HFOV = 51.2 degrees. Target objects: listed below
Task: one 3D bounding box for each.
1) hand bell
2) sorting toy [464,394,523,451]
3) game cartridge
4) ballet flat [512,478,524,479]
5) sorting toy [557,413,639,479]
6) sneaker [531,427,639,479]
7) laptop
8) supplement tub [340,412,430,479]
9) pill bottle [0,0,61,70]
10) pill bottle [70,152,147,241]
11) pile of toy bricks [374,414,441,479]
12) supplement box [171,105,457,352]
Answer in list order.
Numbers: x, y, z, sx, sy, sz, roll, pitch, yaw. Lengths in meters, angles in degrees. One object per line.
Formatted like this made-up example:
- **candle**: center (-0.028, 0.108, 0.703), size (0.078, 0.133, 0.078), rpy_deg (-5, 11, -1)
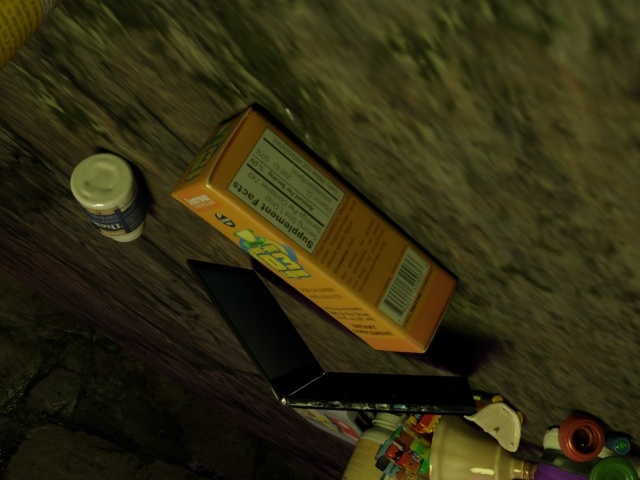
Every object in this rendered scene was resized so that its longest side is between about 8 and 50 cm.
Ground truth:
- **hand bell**: center (0.274, 0.295, 0.850), size (0.242, 0.126, 0.126), rpy_deg (0, 146, 32)
- **sorting toy**: center (0.196, 0.209, 0.811), size (0.083, 0.044, 0.075), rpy_deg (40, 164, -25)
- **game cartridge**: center (0.018, 0.324, 1.283), size (0.196, 0.060, 0.294), rpy_deg (21, 157, 33)
- **ballet flat**: center (0.305, 0.446, 1.078), size (0.123, 0.123, 0.348), rpy_deg (13, 157, 37)
- **sorting toy**: center (0.287, 0.223, 0.696), size (0.101, 0.061, 0.042), rpy_deg (57, 173, 4)
- **sneaker**: center (0.353, 0.314, 0.690), size (0.294, 0.146, 0.102), rpy_deg (10, 151, 42)
- **laptop**: center (0.024, 0.094, 0.700), size (0.265, 0.136, 0.234), rpy_deg (0, 175, 10)
- **supplement tub**: center (0.113, 0.414, 1.147), size (0.145, 0.199, 0.144), rpy_deg (23, 157, 10)
- **pill bottle**: center (-0.240, -0.128, 0.378), size (0.118, 0.208, 0.117), rpy_deg (26, 159, 11)
- **pill bottle**: center (-0.235, -0.043, 0.759), size (0.067, 0.067, 0.120), rpy_deg (27, 159, 8)
- **pile of toy bricks**: center (0.152, 0.314, 0.981), size (0.105, 0.118, 0.212), rpy_deg (34, 160, 11)
- **supplement box**: center (0.000, 0.000, 0.539), size (0.233, 0.080, 0.078), rpy_deg (40, 156, -21)
